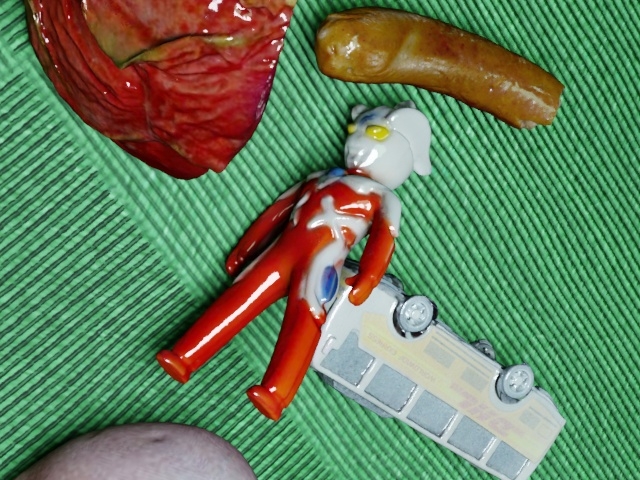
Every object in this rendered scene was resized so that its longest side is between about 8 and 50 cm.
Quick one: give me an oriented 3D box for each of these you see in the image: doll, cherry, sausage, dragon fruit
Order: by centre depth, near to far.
[{"bbox_3d":[-0.117,-0.236,1.046,0.302,0.330,0.240,40,59,-22],"label":"dragon fruit"},{"bbox_3d":[-0.177,0.287,1.126,0.239,0.206,0.239,-10,115,-23],"label":"cherry"},{"bbox_3d":[0.000,0.000,1.181,0.384,0.188,0.099,-55,137,-27],"label":"doll"},{"bbox_3d":[0.124,-0.188,1.248,0.302,0.103,0.076,12,131,-27],"label":"sausage"}]

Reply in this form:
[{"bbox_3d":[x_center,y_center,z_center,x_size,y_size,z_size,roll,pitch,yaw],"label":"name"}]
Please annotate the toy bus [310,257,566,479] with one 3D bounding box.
[{"bbox_3d":[0.121,0.145,1.302,0.342,0.097,0.138,33,91,-26],"label":"toy bus"}]
